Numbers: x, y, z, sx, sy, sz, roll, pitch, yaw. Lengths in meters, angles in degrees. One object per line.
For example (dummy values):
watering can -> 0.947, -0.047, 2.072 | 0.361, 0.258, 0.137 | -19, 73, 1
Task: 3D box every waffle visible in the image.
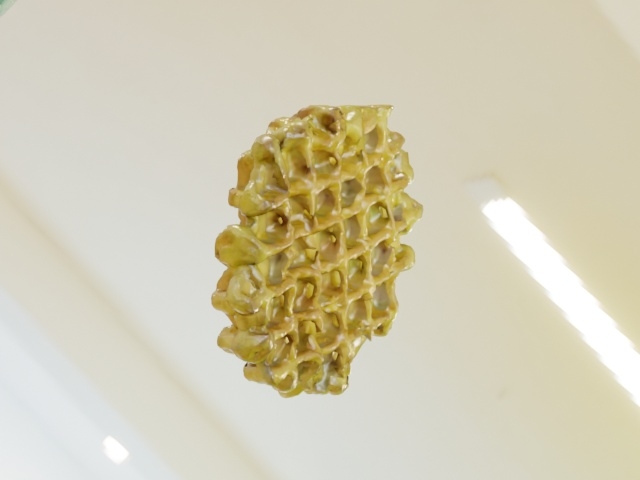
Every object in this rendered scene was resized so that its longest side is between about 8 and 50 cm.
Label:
waffle -> 0.001, 0.005, 1.086 | 0.038, 0.191, 0.191 | 10, -38, 32

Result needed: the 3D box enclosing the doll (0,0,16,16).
doll -> -0.156, -0.104, 0.529 | 0.153, 0.195, 0.258 | 49, -32, -7
